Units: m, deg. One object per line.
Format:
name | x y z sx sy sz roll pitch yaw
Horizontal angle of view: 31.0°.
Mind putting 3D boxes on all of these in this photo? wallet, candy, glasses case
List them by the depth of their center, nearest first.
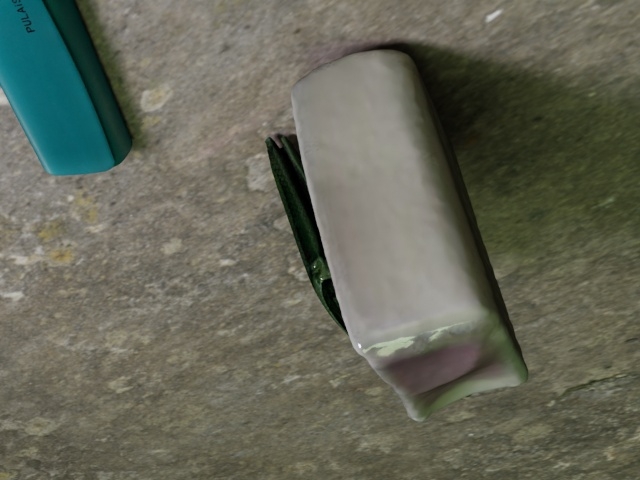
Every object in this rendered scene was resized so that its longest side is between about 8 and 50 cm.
candy | 0.091 -0.008 1.215 0.145 0.359 0.208 -21 145 12
glasses case | -0.316 -0.193 1.320 0.117 0.070 0.301 1 142 13
wallet | 0.002 -0.001 1.368 0.055 0.236 0.160 -22 140 2
